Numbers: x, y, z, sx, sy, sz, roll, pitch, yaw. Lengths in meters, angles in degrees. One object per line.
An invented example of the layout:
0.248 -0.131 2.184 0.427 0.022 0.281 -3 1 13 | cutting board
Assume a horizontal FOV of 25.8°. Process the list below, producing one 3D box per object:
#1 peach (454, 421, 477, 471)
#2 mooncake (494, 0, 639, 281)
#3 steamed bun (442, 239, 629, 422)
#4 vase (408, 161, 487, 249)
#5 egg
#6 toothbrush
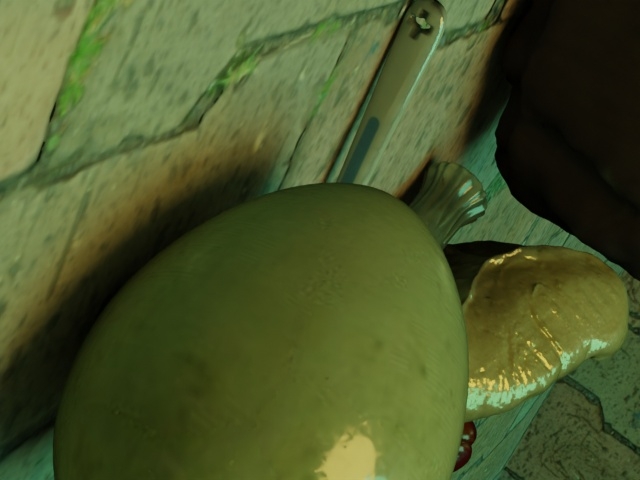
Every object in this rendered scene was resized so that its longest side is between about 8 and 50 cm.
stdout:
0.152 0.252 1.799 0.100 0.101 0.100 -49 162 -22 | peach
0.315 -0.182 1.228 0.381 0.212 0.350 -35 149 -44 | mooncake
0.155 0.051 1.207 0.213 0.231 0.110 -11 116 -11 | steamed bun
0.081 -0.002 1.166 0.148 0.081 0.081 -48 162 -34 | vase
-0.022 0.087 0.795 0.295 0.218 0.218 -55 165 -32 | egg
-0.003 0.000 0.999 0.040 0.040 0.386 -26 145 -59 | toothbrush
